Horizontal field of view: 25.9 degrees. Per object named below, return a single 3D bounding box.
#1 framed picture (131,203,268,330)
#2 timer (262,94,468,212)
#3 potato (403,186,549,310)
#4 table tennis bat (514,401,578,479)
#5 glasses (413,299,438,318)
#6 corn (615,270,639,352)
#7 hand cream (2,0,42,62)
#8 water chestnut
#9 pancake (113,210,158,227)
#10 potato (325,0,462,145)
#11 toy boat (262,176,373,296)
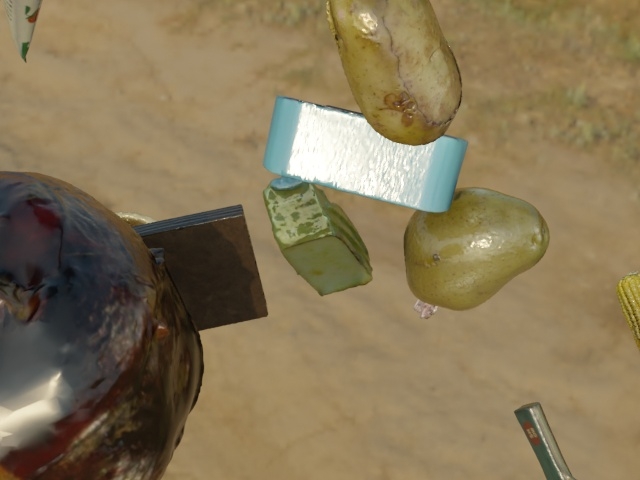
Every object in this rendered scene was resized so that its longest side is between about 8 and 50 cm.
[{"bbox_3d":[-0.147,0.038,1.395,0.168,0.128,0.023,-12,33,1],"label":"framed picture"},{"bbox_3d":[0.057,-0.110,1.687,0.232,0.091,0.250,13,8,4],"label":"timer"},{"bbox_3d":[0.196,0.008,1.758,0.194,0.157,0.157,-12,26,29],"label":"potato"},{"bbox_3d":[0.317,0.339,1.708,0.022,0.173,0.301,-25,91,-38],"label":"table tennis bat"},{"bbox_3d":[0.185,0.032,2.212,0.095,0.255,0.162,11,69,-11],"label":"glasses"},{"bbox_3d":[0.512,0.143,2.134,0.072,0.072,0.203,-11,72,-23],"label":"corn"},{"bbox_3d":[-0.237,-0.243,1.114,0.059,0.276,0.095,-9,73,-18],"label":"hand cream"},{"bbox_3d":[-0.279,0.078,1.145,0.335,0.347,0.335,-14,54,19],"label":"water chestnut"},{"bbox_3d":[-0.321,0.013,2.355,0.151,0.152,0.025,11,34,7],"label":"pancake"},{"bbox_3d":[0.063,-0.157,1.174,0.080,0.170,0.107,-5,37,32],"label":"potato"},{"bbox_3d":[0.000,0.004,2.104,0.111,0.276,0.084,-18,55,12],"label":"toy boat"}]
